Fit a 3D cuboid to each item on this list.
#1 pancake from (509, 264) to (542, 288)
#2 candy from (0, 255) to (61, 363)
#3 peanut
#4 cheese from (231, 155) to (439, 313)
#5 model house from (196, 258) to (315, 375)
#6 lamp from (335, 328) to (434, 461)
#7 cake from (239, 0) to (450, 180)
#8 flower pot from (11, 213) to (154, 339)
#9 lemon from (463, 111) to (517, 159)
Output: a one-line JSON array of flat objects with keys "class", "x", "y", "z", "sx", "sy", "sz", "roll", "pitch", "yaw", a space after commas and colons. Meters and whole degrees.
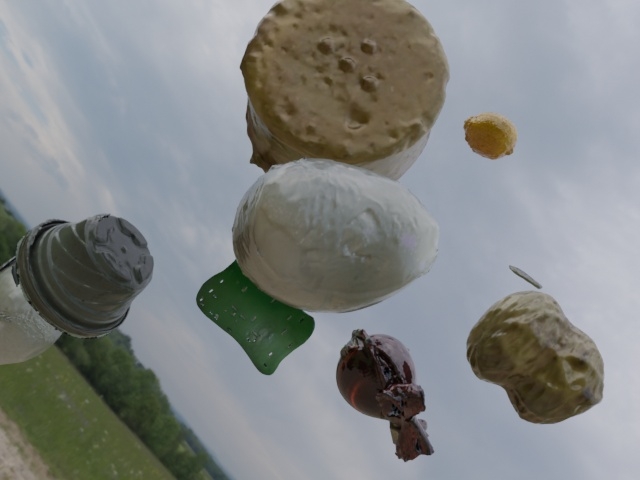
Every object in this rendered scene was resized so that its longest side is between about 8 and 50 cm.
[{"class": "pancake", "x": 0.572, "y": 0.101, "z": 1.537, "sx": 0.108, "sy": 0.017, "sz": 0.108, "roll": 33, "pitch": 12, "yaw": -8}, {"class": "candy", "x": -0.685, "y": 0.172, "z": 1.283, "sx": 0.185, "sy": 0.295, "sz": 0.295, "roll": 26, "pitch": -25, "yaw": -3}, {"class": "peanut", "x": 0.379, "y": 0.206, "z": 0.966, "sx": 0.233, "sy": 0.197, "sz": 0.110, "roll": 47, "pitch": 2, "yaw": 21}, {"class": "cheese", "x": 0.000, "y": 0.000, "z": 0.588, "sx": 0.198, "sy": 0.154, "sz": 0.189, "roll": 15, "pitch": -6, "yaw": -25}, {"class": "model house", "x": -0.100, "y": 0.108, "z": 0.848, "sx": 0.167, "sy": 0.117, "sz": 0.088, "roll": 45, "pitch": -10, "yaw": -2}, {"class": "lamp", "x": 0.110, "y": 0.276, "z": 1.018, "sx": 0.223, "sy": 0.151, "sz": 0.215, "roll": -100, "pitch": 172, "yaw": -52}, {"class": "cake", "x": 0.030, "y": -0.214, "z": 0.947, "sx": 0.332, "sy": 0.332, "sz": 0.321, "roll": 48, "pitch": -13, "yaw": 9}, {"class": "flower pot", "x": -0.387, "y": 0.043, "z": 0.959, "sx": 0.235, "sy": 0.141, "sz": 0.235, "roll": 51, "pitch": 19, "yaw": -26}, {"class": "lemon", "x": 0.534, "y": -0.333, "z": 1.734, "sx": 0.187, "sy": 0.142, "sz": 0.142, "roll": 40, "pitch": -27, "yaw": 21}]
